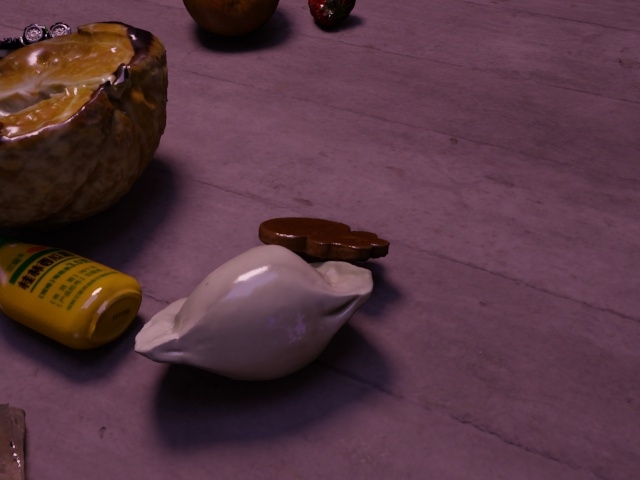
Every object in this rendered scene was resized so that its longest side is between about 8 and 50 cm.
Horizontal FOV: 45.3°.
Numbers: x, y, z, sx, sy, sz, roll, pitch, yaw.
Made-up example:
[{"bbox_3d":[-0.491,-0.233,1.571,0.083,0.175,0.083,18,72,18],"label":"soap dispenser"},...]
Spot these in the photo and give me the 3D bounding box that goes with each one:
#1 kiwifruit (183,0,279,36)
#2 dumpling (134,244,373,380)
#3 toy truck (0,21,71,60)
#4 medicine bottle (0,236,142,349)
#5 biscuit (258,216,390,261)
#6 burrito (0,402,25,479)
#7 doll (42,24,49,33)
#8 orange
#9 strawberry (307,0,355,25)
[{"bbox_3d":[-0.172,-0.492,1.459,0.196,0.196,0.234,-11,36,-11],"label":"kiwifruit"},{"bbox_3d":[-0.076,0.073,0.819,0.252,0.131,0.179,-21,20,-16],"label":"dumpling"},{"bbox_3d":[-0.487,-0.285,1.282,0.243,0.101,0.124,-3,80,-3],"label":"toy truck"},{"bbox_3d":[-0.351,0.040,0.900,0.309,0.076,0.111,18,36,25],"label":"medicine bottle"},{"bbox_3d":[0.000,0.000,0.931,0.124,0.026,0.175,-9,19,-44],"label":"biscuit"},{"bbox_3d":[-0.295,0.229,0.668,0.060,0.087,0.226,-40,42,15],"label":"burrito"},{"bbox_3d":[-0.512,-0.323,1.384,0.113,0.076,0.078,-43,43,-2],"label":"doll"},{"bbox_3d":[-0.345,-0.138,1.013,0.271,0.210,0.368,4,41,19],"label":"orange"},{"bbox_3d":[0.017,-0.472,1.496,0.106,0.106,0.106,-1,39,1],"label":"strawberry"}]
